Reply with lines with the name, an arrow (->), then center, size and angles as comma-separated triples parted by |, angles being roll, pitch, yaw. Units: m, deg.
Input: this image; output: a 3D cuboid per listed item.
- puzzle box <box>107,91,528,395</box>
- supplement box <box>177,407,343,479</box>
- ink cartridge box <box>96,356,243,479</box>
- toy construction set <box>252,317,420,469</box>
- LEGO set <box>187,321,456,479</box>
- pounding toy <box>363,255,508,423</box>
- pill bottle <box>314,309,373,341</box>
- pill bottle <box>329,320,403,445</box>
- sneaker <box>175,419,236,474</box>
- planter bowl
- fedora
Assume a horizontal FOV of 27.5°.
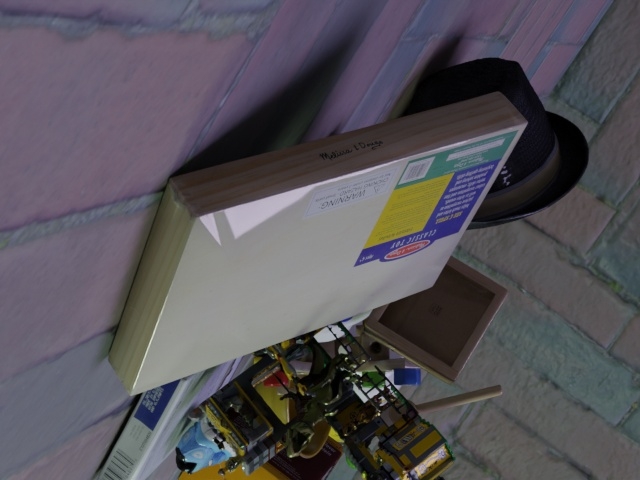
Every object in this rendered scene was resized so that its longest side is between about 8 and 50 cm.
puzzle box -> 0.000, 0.000, 1.301 | 0.409, 0.052, 0.272 | -17, 148, -36
supplement box -> -0.095, 0.374, 2.178 | 0.129, 0.191, 0.194 | -59, 170, 25
ink cartridge box -> -0.169, 0.190, 1.612 | 0.223, 0.045, 0.224 | -60, 169, 29
toy construction set -> 0.033, 0.195, 1.913 | 0.258, 0.308, 0.237 | -25, 173, -16
LEGO set -> -0.018, 0.221, 1.476 | 0.192, 0.331, 0.255 | -36, 170, -17
pounding toy -> 0.140, 0.134, 1.576 | 0.206, 0.181, 0.094 | -58, 174, -8
pill bottle -> 0.021, 0.014, 1.610 | 0.152, 0.152, 0.272 | -48, 169, -33
pill bottle -> 0.066, 0.267, 2.605 | 0.188, 0.188, 0.334 | -48, 168, -34
sneaker -> -0.156, 0.263, 1.669 | 0.073, 0.063, 0.162 | -35, 164, -7
planter bowl -> -0.050, 0.245, 2.147 | 0.217, 0.090, 0.217 | 2, 90, -68
fedora -> 0.221, -0.156, 1.842 | 0.334, 0.334, 0.152 | -46, 137, -41
